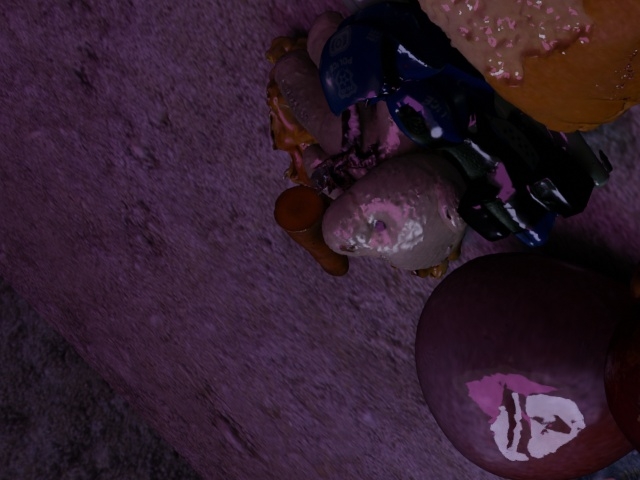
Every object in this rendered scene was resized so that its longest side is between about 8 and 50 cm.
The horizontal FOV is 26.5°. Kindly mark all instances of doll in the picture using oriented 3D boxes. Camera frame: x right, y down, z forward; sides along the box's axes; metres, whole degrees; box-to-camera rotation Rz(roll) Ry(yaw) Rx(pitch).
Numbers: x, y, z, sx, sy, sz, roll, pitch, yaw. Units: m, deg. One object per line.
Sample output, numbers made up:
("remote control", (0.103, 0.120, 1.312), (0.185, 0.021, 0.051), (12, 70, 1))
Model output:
("doll", (0.037, -0.091, 1.393), (0.278, 0.149, 0.175), (59, 169, 12))

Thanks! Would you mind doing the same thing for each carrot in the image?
("carrot", (0.000, 0.000, 1.673), (0.061, 0.061, 0.210), (35, 171, 25))

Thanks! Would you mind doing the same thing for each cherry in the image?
("cherry", (0.238, 0.136, 1.435), (0.307, 0.221, 0.261), (-8, 124, 38))

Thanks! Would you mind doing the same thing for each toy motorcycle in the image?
("toy motorcycle", (0.118, -0.134, 1.237), (0.331, 0.196, 0.125), (46, 144, -19))

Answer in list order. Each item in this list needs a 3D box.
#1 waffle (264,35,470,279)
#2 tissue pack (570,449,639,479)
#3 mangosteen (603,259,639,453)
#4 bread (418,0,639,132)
("waffle", (0.051, -0.093, 1.563), (0.302, 0.068, 0.325), (34, 154, 28))
("tissue pack", (0.441, 0.335, 1.512), (0.316, 0.103, 0.228), (47, 155, 3))
("mangosteen", (0.360, 0.093, 1.216), (0.215, 0.215, 0.258), (18, 123, 46))
("bread", (0.237, -0.235, 0.985), (0.236, 0.165, 0.375), (46, 152, -1))
